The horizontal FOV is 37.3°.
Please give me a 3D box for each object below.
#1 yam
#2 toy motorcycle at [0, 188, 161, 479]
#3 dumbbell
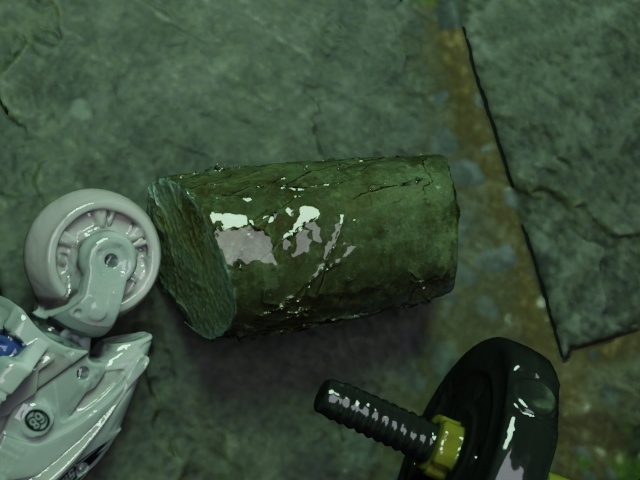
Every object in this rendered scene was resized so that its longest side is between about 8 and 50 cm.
[{"bbox_3d":[0.000,0.000,0.541,0.183,0.107,0.107,-9,82,-18],"label":"yam"},{"bbox_3d":[-0.159,0.091,0.498,0.112,0.112,0.254,32,77,-5],"label":"toy motorcycle"},{"bbox_3d":[0.145,0.151,0.523,0.325,0.143,0.143,25,75,-7],"label":"dumbbell"}]
